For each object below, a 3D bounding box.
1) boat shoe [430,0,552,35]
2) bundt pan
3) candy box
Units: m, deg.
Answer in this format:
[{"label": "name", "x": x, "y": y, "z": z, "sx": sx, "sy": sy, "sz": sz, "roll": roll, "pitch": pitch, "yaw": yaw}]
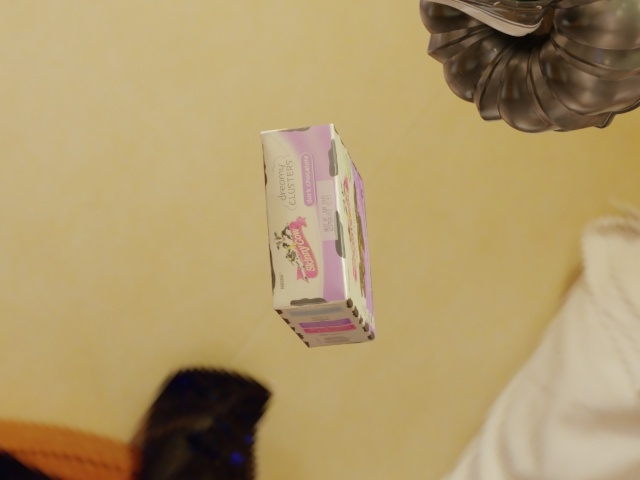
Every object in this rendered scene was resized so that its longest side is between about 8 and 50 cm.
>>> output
[{"label": "boat shoe", "x": 0.154, "y": -0.298, "z": 1.944, "sx": 0.228, "sy": 0.080, "sz": 0.076, "roll": 25, "pitch": -33, "yaw": -11}, {"label": "bundt pan", "x": 0.253, "y": -0.273, "z": 2.077, "sx": 0.331, "sy": 0.331, "sz": 0.124, "roll": 38, "pitch": 36, "yaw": 19}, {"label": "candy box", "x": 0.000, "y": 0.000, "z": 1.619, "sx": 0.070, "sy": 0.165, "sz": 0.196, "roll": -6, "pitch": -14, "yaw": 8}]
